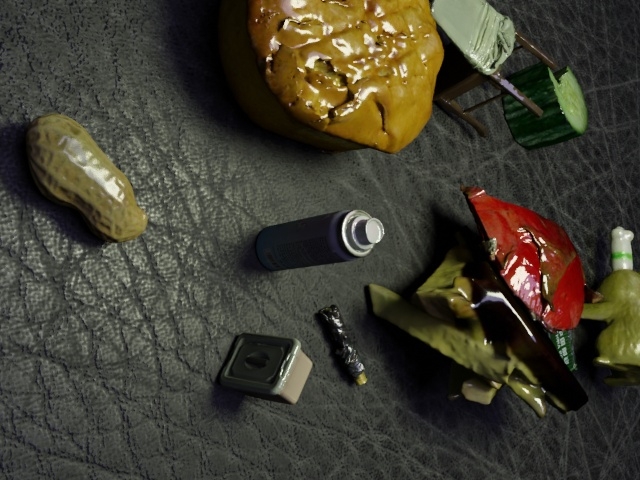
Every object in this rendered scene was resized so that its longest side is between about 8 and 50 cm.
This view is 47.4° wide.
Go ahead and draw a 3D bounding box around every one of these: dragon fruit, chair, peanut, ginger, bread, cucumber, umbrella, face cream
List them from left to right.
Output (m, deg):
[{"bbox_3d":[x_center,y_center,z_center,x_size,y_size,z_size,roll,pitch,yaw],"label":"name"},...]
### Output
[{"bbox_3d":[-0.298,-0.073,0.923,0.093,0.083,0.194,-49,115,-33],"label":"peanut"},{"bbox_3d":[0.000,0.000,1.069,0.075,0.229,0.075,7,80,-40],"label":"face cream"},{"bbox_3d":[0.019,-0.321,1.144,0.398,0.215,0.397,6,80,-38],"label":"bread"},{"bbox_3d":[0.040,0.175,1.205,0.040,0.037,0.143,-33,103,-37],"label":"umbrella"},{"bbox_3d":[0.281,-0.357,1.388,0.319,0.186,0.160,33,65,-24],"label":"chair"},{"bbox_3d":[0.276,0.168,1.323,0.413,0.211,0.358,47,16,-27],"label":"ginger"},{"bbox_3d":[0.416,0.043,1.344,0.344,0.100,0.282,26,43,-37],"label":"dragon fruit"},{"bbox_3d":[0.507,-0.297,1.613,0.191,0.130,0.191,9,77,-44],"label":"cucumber"}]

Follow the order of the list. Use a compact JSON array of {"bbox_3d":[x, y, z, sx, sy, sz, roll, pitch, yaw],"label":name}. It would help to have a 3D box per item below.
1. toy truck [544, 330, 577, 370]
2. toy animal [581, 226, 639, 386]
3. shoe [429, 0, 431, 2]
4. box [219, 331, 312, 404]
[{"bbox_3d":[0.449,0.161,1.523,0.121,0.088,0.258,-16,96,-39],"label":"toy truck"},{"bbox_3d":[0.693,0.163,1.691,0.181,0.180,0.362,40,38,-37],"label":"toy animal"},{"bbox_3d":[0.206,-0.590,1.422,0.138,0.095,0.244,14,72,-35],"label":"shoe"},{"bbox_3d":[-0.075,0.188,1.056,0.062,0.122,0.089,47,56,-39],"label":"box"}]
